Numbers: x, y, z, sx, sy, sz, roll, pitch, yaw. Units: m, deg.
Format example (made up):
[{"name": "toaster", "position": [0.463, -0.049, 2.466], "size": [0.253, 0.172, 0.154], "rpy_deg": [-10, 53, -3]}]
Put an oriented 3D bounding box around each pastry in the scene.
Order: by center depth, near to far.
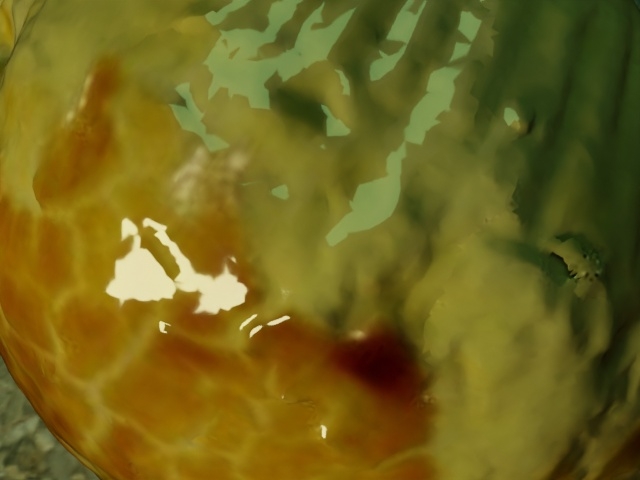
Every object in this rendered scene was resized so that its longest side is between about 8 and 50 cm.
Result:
[{"name": "pastry", "position": [0.000, 0.000, 0.730], "size": [0.388, 0.388, 0.313], "rpy_deg": [22, 77, 35]}]
